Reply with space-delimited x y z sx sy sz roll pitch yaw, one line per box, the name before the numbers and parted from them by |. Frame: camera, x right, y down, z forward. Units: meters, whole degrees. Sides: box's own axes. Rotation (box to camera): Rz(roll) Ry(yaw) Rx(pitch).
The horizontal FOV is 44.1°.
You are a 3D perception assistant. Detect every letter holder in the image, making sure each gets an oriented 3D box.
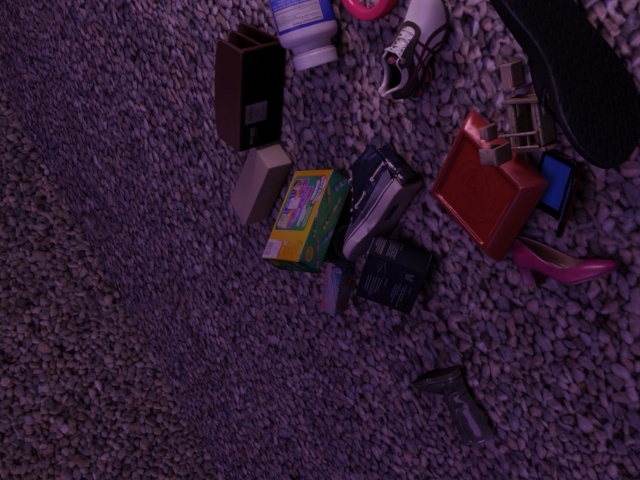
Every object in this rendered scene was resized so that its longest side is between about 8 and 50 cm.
letter holder | -0.230 -0.444 2.251 0.214 0.152 0.302 35 134 36

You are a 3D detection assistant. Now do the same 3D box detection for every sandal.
sandal | 0.464 -0.335 1.504 0.107 0.167 0.446 111 135 -74

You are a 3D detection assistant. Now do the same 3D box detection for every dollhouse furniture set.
dollhouse furniture set | 0.394 -0.259 1.594 0.101 0.161 0.182 6 115 48

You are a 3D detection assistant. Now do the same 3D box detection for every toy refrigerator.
toy refrigerator | -0.181 -0.175 2.393 0.102 0.094 0.270 55 142 23

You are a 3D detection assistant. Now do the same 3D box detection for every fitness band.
fitness band | 0.101 -0.655 1.819 0.209 0.054 0.291 22 127 39

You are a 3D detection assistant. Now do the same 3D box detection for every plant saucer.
plant saucer | 0.359 -0.117 1.782 0.259 0.047 0.258 52 142 29

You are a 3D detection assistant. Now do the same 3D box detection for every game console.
game console | 0.484 -0.099 1.645 0.085 0.124 0.144 15 126 14

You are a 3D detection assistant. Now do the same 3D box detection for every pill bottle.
pill bottle | -0.044 -0.565 1.956 0.152 0.152 0.272 -2 109 51
pill bottle | 0.000 0.000 2.247 0.219 0.122 0.123 2 112 50

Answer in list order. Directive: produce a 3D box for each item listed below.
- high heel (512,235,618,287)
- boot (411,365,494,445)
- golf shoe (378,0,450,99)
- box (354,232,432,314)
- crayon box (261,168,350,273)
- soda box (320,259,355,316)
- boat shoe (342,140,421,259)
high heel | 0.518 0.032 1.693 0.244 0.082 0.117 -12 94 58
boot | 0.356 0.450 2.128 0.189 0.076 0.209 -22 99 55
golf shoe | 0.207 -0.434 1.758 0.105 0.120 0.273 37 134 34
box | 0.188 0.087 2.045 0.158 0.093 0.156 20 131 6
crayon box | -0.038 -0.056 2.157 0.165 0.081 0.279 4 68 49
soda box | 0.049 0.133 2.316 0.063 0.058 0.183 36 135 33
boat shoe | 0.127 -0.105 2.053 0.158 0.127 0.341 56 135 22
